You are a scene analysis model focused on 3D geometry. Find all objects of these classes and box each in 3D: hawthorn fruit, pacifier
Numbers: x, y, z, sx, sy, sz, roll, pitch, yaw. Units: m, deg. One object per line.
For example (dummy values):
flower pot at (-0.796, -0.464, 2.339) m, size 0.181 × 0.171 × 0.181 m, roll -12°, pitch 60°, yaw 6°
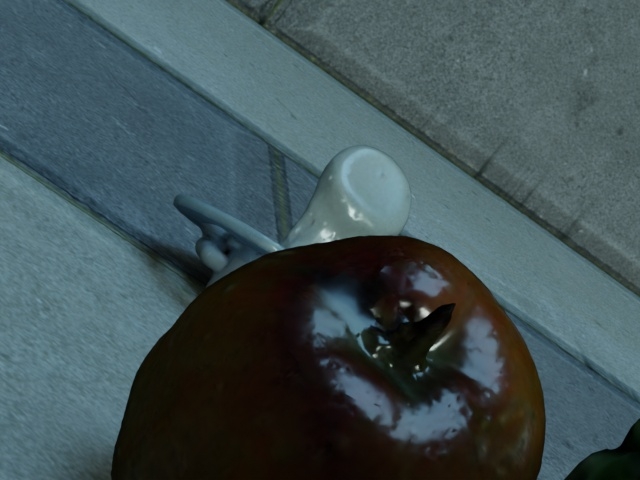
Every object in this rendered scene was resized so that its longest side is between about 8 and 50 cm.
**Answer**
hawthorn fruit at (0.020, 0.122, 1.285) m, size 0.268 × 0.301 × 0.267 m, roll 23°, pitch 42°, yaw -22°
pacifier at (0.000, 0.000, 1.841) m, size 0.279 × 0.207 × 0.227 m, roll 34°, pitch -3°, yaw -16°

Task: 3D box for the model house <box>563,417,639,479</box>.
model house at (0.125, 0.339, 0.549) m, size 0.395 × 0.445 × 0.400 m, roll 39°, pitch 14°, yaw -2°
